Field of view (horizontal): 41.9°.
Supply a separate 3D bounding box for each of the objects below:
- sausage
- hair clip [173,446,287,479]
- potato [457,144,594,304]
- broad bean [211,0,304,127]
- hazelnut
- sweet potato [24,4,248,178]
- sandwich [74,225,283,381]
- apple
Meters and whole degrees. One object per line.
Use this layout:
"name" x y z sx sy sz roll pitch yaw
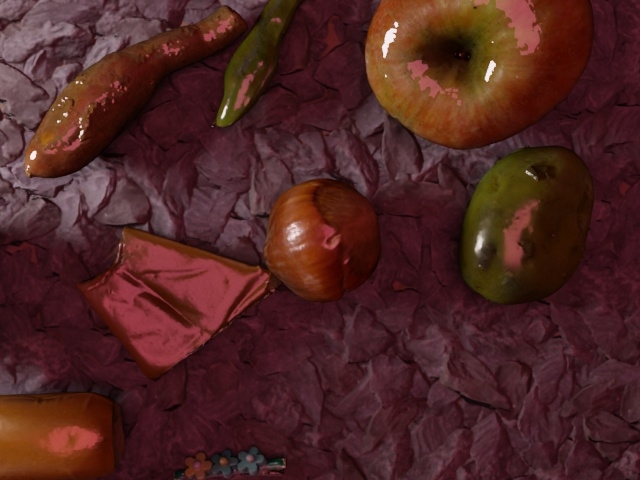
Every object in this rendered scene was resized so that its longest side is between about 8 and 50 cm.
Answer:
"sausage" -0.466 0.289 1.206 0.354 0.116 0.134 -3 106 0
"hair clip" -0.137 0.340 1.266 0.173 0.049 0.049 -4 92 -2
"potato" 0.303 -0.023 1.227 0.186 0.148 0.253 43 80 -20
"broad bean" -0.072 -0.303 1.230 0.075 0.067 0.325 30 86 12
"hazelnut" 0.000 0.000 1.196 0.182 0.182 0.182 0 92 -3
"sweet potato" -0.278 -0.226 1.208 0.385 0.109 0.109 -42 94 -7
"sandwich" -0.213 0.057 1.237 0.245 0.063 0.212 -38 92 -3
"apple" 0.223 -0.277 1.175 0.310 0.250 0.277 -5 108 17
